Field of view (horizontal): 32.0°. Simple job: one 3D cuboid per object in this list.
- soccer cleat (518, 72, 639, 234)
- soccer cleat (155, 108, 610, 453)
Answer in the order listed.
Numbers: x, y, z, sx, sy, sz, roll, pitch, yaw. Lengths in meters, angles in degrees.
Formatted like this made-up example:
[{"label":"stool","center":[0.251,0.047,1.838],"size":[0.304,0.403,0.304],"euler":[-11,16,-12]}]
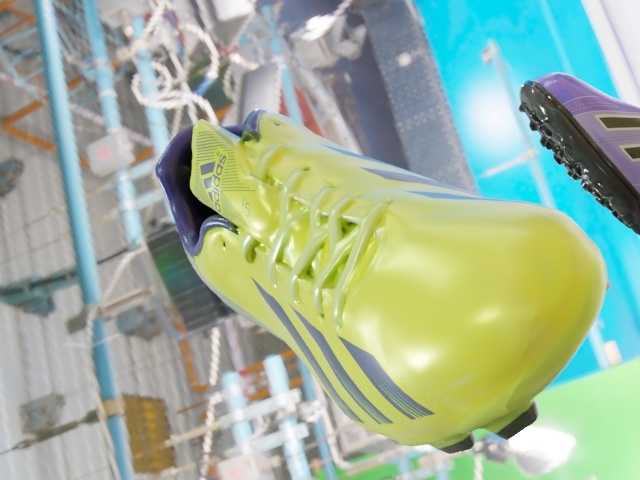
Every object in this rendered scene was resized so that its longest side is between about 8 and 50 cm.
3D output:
[{"label":"soccer cleat","center":[0.291,-0.040,0.857],"size":[0.318,0.116,0.108],"euler":[39,-171,-10]},{"label":"soccer cleat","center":[-0.001,0.001,0.436],"size":[0.121,0.093,0.289],"euler":[41,172,-20]}]
